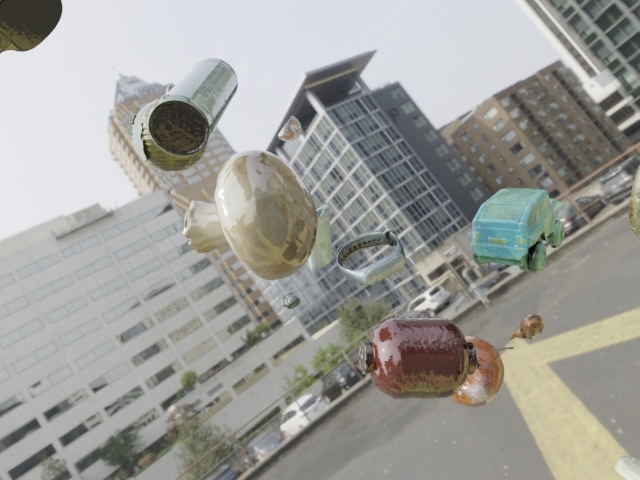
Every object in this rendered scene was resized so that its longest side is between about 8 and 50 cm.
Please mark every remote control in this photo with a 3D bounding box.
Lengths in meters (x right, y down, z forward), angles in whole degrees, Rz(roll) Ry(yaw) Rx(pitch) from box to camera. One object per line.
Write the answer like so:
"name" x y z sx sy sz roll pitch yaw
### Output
"remote control" 0.589 0.432 0.796 0.042 0.078 0.221 -66 18 7
"remote control" -0.001 -0.001 1.779 0.103 0.051 0.293 -29 -39 -19

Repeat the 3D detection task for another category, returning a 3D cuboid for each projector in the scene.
"projector" -0.238 -0.274 0.954 0.108 0.108 0.338 -39 24 21

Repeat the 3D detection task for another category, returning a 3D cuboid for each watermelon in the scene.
"watermelon" -0.102 -0.342 1.502 0.085 0.085 0.061 -38 -27 15

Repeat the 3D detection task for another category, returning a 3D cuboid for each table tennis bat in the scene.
"table tennis bat" -0.632 -0.431 1.000 0.246 0.022 0.138 -51 -9 -6

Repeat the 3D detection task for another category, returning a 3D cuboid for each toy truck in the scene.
"toy truck" 0.457 -0.033 1.120 0.154 0.156 0.278 7 25 39

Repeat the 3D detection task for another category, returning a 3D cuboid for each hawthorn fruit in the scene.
"hawthorn fruit" 0.510 0.444 1.677 0.231 0.235 0.263 -64 -12 16

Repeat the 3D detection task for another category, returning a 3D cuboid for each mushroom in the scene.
"mushroom" -0.156 -0.042 1.097 0.289 0.298 0.297 -22 -3 14

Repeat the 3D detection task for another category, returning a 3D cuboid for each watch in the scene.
"watch" 0.154 0.045 1.465 0.206 0.068 0.193 -31 36 -8

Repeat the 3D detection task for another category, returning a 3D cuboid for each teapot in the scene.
"teapot" -0.134 0.262 2.107 0.088 0.057 0.066 -7 -39 -40

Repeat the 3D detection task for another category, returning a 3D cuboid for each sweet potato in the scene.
"sweet potato" 0.478 0.206 1.121 0.050 0.050 0.214 -36 -23 -1

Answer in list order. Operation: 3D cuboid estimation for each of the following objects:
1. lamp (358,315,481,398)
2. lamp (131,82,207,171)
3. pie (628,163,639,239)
"lamp" 0.209 0.250 1.038 0.257 0.180 0.180 3 -15 -8
"lamp" -0.496 -0.369 1.591 0.250 0.285 0.250 0 19 0
"pie" 0.864 -0.116 1.146 0.315 0.315 0.092 -36 36 0
